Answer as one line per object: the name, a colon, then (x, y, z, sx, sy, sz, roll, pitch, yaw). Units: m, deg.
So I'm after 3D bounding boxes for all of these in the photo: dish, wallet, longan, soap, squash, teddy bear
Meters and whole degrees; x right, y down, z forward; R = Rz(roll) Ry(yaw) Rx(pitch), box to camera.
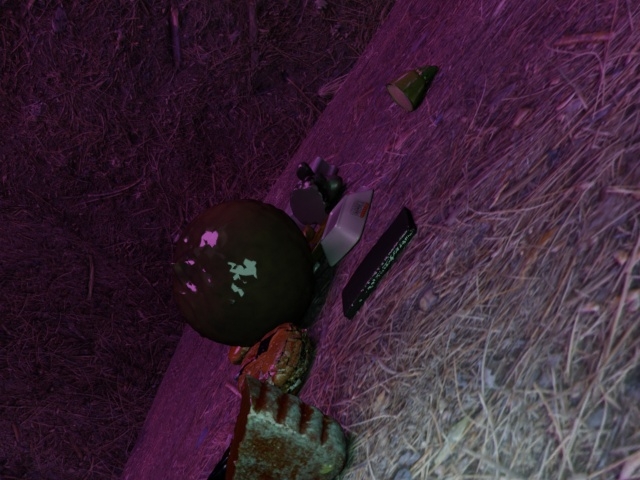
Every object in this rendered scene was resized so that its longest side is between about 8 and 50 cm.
dish: (0.064, -0.059, 1.674, 0.154, 0.064, 0.234, -48, 16, 46)
wallet: (0.115, 0.045, 1.325, 0.244, 0.025, 0.124, -56, 13, 21)
longan: (-0.204, 0.084, 1.653, 0.391, 0.390, 0.391, -56, 13, 20)
soap: (-0.050, -0.139, 2.236, 0.173, 0.095, 0.290, -42, 22, 53)
squash: (0.257, -0.438, 1.734, 0.132, 0.105, 0.105, -48, 12, -4)
teddy bear: (-0.012, -0.167, 2.011, 0.144, 0.171, 0.251, -29, 21, 28)

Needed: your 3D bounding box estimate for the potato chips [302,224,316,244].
potato chips: (-0.088, 0.025, 2.068, 0.407, 0.080, 0.057, 148, 133, -63)

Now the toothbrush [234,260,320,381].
toothbrush: (-0.114, 0.237, 1.800, 0.418, 0.040, 0.042, -55, 11, 3)

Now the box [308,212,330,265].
box: (0.000, 0.000, 1.832, 0.193, 0.030, 0.121, -56, 11, -11)

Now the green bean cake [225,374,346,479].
green bean cake: (-0.082, 0.353, 1.026, 0.233, 0.198, 0.097, -60, 10, 23)

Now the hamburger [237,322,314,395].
hamburger: (-0.107, 0.299, 1.464, 0.231, 0.106, 0.231, -48, 15, 17)

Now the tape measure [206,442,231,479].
tape measure: (-0.122, 0.406, 1.240, 0.182, 0.107, 0.181, -50, 0, -41)

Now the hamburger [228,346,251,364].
hamburger: (-0.221, 0.317, 1.920, 0.147, 0.083, 0.138, -58, 8, -5)
